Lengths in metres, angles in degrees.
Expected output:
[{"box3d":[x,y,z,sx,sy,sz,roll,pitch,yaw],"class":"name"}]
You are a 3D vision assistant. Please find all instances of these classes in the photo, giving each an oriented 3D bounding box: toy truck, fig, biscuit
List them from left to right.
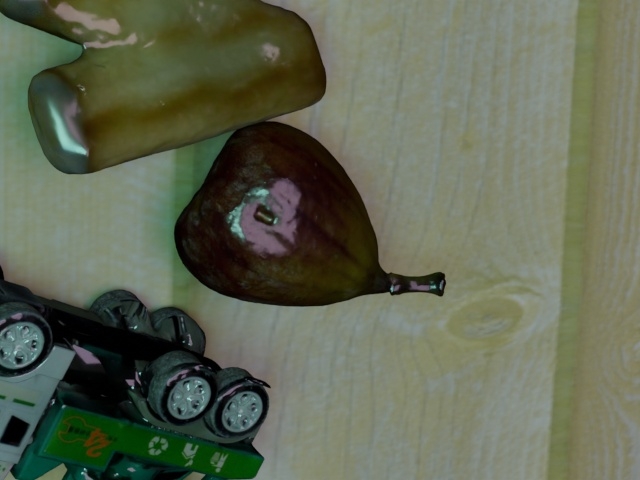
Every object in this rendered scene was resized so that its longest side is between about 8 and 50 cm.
[{"box3d":[-0.200,0.139,1.293,0.363,0.176,0.178,25,96,-38],"class":"toy truck"},{"box3d":[-0.142,-0.198,1.302,0.290,0.062,0.237,-21,95,-31],"class":"biscuit"},{"box3d":[-0.001,-0.001,1.409,0.274,0.145,0.170,25,84,-22],"class":"fig"}]
